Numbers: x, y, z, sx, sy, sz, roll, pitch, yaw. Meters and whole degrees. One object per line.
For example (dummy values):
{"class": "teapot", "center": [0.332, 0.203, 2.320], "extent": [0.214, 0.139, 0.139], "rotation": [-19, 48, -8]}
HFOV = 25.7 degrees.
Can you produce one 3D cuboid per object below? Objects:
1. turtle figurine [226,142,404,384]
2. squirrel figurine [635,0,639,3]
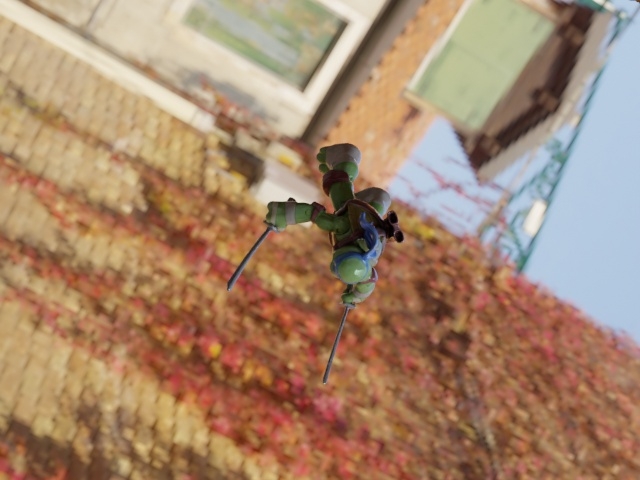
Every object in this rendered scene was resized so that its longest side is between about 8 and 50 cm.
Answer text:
{"class": "turtle figurine", "center": [0.000, 0.000, 2.007], "extent": [0.274, 0.198, 0.266], "rotation": [-59, -171, 35]}
{"class": "squirrel figurine", "center": [0.426, -0.444, 1.536], "extent": [0.397, 0.281, 0.370], "rotation": [-17, -118, 8]}
